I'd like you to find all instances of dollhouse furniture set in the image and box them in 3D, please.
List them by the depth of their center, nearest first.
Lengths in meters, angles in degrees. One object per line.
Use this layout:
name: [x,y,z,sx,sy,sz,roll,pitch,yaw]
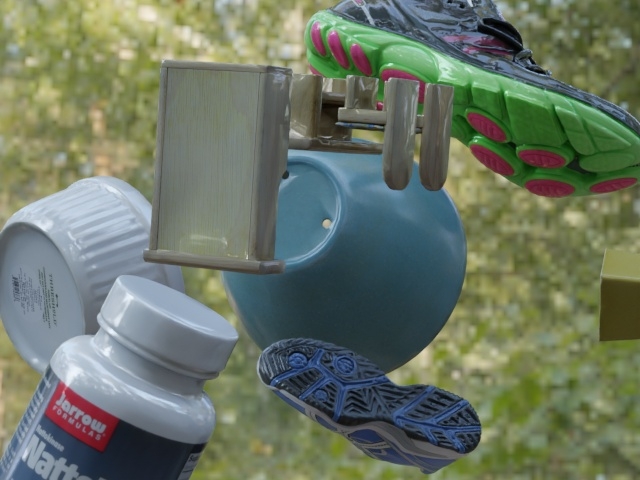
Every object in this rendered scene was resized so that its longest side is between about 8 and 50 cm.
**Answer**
dollhouse furniture set: [-0.033,-0.060,1.527,0.212,0.161,0.242,6,4,28]

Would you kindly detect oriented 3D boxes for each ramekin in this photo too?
ramekin: [-0.239,0.047,1.837,0.109,0.207,0.207,-19,-5,-39]

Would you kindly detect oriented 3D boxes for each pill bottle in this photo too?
pill bottle: [-0.125,0.117,1.096,0.108,0.180,0.108,26,8,-4]

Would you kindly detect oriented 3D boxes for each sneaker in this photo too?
sneaker: [0.036,0.157,1.655,0.211,0.080,0.081,25,-40,-6]
sneaker: [0.211,-0.215,2.311,0.483,0.202,0.185,28,-30,21]

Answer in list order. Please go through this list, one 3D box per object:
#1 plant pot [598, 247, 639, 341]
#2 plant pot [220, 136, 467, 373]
plant pot: [0.353,0.062,2.030,0.083,0.081,0.081,2,24,12]
plant pot: [0.000,0.000,2.085,0.290,0.290,0.195,-6,-20,20]
